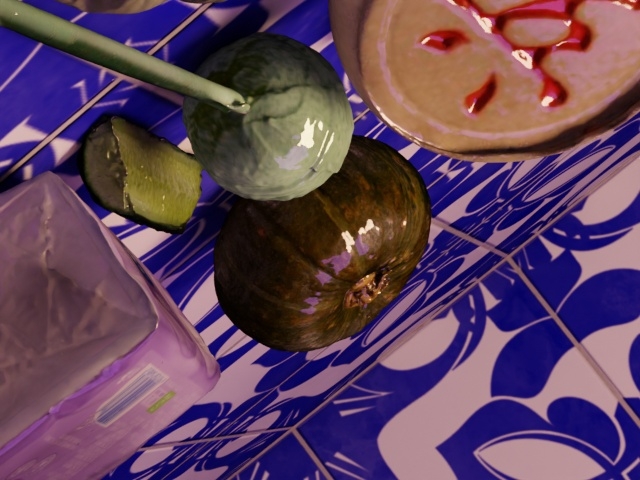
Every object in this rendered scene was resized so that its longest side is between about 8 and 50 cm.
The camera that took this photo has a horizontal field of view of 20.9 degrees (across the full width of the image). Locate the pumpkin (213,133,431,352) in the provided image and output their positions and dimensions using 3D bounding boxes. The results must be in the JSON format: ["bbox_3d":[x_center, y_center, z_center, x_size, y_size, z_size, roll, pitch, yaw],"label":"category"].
[{"bbox_3d":[0.000,0.000,1.583,0.224,0.157,0.223,-34,151,-22],"label":"pumpkin"}]

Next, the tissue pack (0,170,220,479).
[{"bbox_3d":[-0.221,0.099,1.287,0.242,0.160,0.338,-35,169,-4],"label":"tissue pack"}]

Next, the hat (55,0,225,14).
[{"bbox_3d":[-0.067,-0.163,0.953,0.122,0.081,0.166,-40,179,25],"label":"hat"}]

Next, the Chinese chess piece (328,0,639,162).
[{"bbox_3d":[0.128,-0.166,1.147,0.250,0.103,0.250,-5,136,-5],"label":"Chinese chess piece"}]

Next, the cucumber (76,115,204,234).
[{"bbox_3d":[-0.127,-0.039,1.281,0.046,0.070,0.220,-10,173,14],"label":"cucumber"}]

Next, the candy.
[{"bbox_3d":[-0.092,-0.101,1.075,0.119,0.119,0.440,-40,162,13],"label":"candy"}]
